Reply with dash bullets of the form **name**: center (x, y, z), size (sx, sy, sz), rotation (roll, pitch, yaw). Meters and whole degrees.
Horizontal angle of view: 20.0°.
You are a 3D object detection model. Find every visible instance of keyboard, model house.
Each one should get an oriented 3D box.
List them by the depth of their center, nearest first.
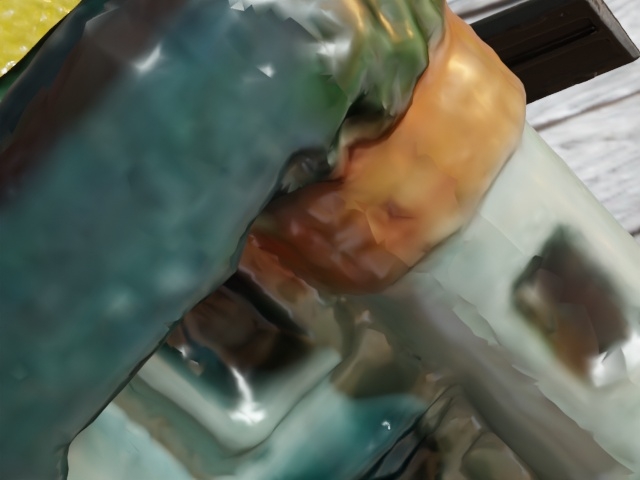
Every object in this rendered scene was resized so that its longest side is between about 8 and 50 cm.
- **model house**: center (-0.006, 0.082, 0.430), size (0.291, 0.184, 0.253), rotation (42, 87, -21)
- **keyboard**: center (0.004, -0.037, 0.609), size (0.202, 0.067, 0.011), rotation (-21, 66, 19)

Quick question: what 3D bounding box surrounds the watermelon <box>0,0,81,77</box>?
- **watermelon**: center (-0.086, -0.108, 0.697), size (0.129, 0.123, 0.301), rotation (43, 59, 6)
